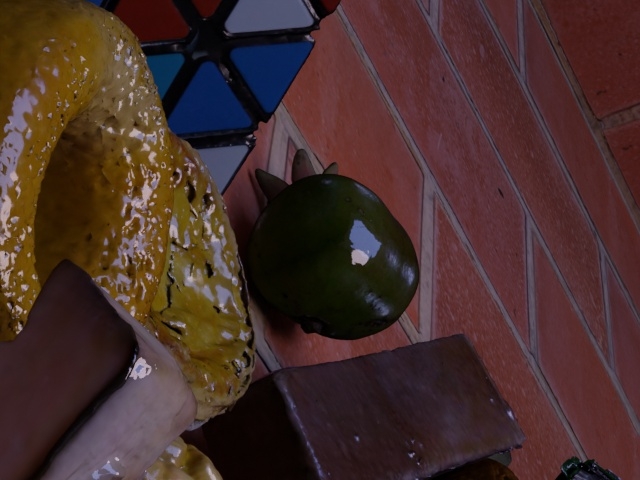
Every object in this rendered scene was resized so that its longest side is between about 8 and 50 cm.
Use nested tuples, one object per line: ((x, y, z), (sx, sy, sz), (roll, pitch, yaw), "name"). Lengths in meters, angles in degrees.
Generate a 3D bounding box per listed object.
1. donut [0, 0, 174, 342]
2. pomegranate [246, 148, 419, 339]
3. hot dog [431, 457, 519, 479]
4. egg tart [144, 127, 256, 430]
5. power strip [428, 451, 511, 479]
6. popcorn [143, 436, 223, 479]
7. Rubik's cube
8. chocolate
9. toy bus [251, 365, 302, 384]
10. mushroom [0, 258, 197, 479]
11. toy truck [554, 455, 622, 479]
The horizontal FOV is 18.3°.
((-0.170, -0.020, 1.116), (0.277, 0.108, 0.277), (3, 90, -70), "donut")
((0.000, 0.000, 1.733), (0.152, 0.131, 0.191), (46, 7, -42), "pomegranate")
((0.114, 0.276, 1.770), (0.227, 0.099, 0.160), (-36, 149, -63), "hot dog")
((-0.128, 0.022, 1.365), (0.234, 0.094, 0.234), (-16, 90, -71), "egg tart")
((0.091, 0.176, 1.846), (0.387, 0.092, 0.066), (33, 43, -62), "power strip")
((-0.123, 0.183, 1.126), (0.152, 0.167, 0.148), (29, -6, -10), "popcorn")
((-0.073, -0.215, 1.541), (0.250, 0.234, 0.284), (39, 37, -58), "Rubik's cube")
((0.032, 0.146, 1.517), (0.321, 0.112, 0.112), (-9, 74, -57), "chocolate")
((0.006, 0.194, 1.627), (0.203, 0.063, 0.090), (60, 21, -28), "toy bus")
((-0.183, 0.128, 0.999), (0.162, 0.236, 0.173), (34, -17, 23), "mushroom")
((0.223, 0.294, 1.911), (0.088, 0.121, 0.259), (41, -29, 9), "toy truck")
